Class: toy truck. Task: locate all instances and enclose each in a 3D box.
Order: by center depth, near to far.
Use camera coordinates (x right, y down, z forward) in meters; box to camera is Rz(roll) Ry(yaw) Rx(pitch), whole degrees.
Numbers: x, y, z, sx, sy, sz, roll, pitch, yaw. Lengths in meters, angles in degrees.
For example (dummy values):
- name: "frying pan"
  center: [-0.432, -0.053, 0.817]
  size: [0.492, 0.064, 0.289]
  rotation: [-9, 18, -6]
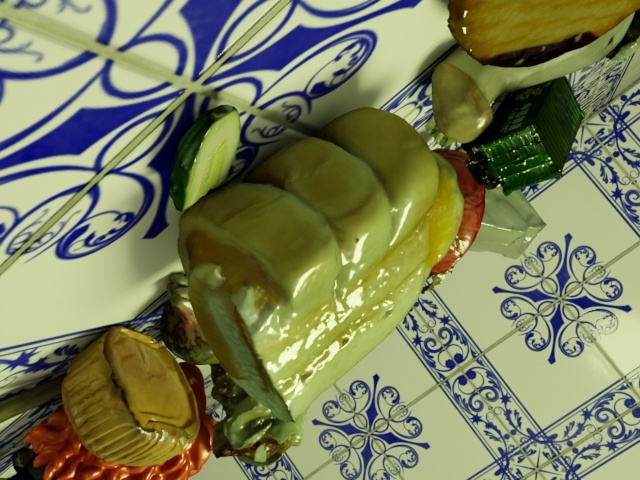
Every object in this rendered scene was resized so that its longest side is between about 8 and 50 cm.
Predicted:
- name: "toy truck"
  center: [0.283, -0.160, 0.968]
  size: [0.121, 0.088, 0.259]
  rotation: [-21, -159, 39]

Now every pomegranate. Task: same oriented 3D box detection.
- name: "pomegranate"
  center: [-0.161, 0.109, 0.972]
  size: [0.138, 0.125, 0.163]
  rotation: [-25, 170, 4]

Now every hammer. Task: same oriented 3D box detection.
- name: "hammer"
  center: [-0.394, 0.216, 0.919]
  size: [0.111, 0.043, 0.365]
  rotation: [-42, 170, 27]

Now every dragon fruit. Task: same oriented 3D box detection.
- name: "dragon fruit"
  center: [0.145, -0.059, 1.145]
  size: [0.148, 0.218, 0.223]
  rotation: [16, 115, -32]

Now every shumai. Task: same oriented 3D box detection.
- name: "shumai"
  center: [-0.078, 0.245, 1.118]
  size: [0.189, 0.218, 0.256]
  rotation: [-4, 157, 14]

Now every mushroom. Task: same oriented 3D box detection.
- name: "mushroom"
  center: [0.266, -0.253, 0.867]
  size: [0.329, 0.122, 0.159]
  rotation: [-36, 134, -10]

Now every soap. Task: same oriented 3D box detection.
- name: "soap"
  center: [0.279, -0.028, 1.454]
  size: [0.302, 0.257, 0.159]
  rotation: [-32, 170, -21]

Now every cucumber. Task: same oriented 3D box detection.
- name: "cucumber"
  center: [-0.100, -0.078, 0.590]
  size: [0.067, 0.035, 0.107]
  rotation: [-42, 168, -39]

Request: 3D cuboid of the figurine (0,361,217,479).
- name: "figurine"
  center: [-0.370, 0.356, 1.187]
  size: [0.412, 0.241, 0.306]
  rotation: [-32, 166, 38]

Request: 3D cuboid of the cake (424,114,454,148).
- name: "cake"
  center: [0.200, -0.190, 1.039]
  size: [0.055, 0.051, 0.140]
  rotation: [-32, 167, -15]

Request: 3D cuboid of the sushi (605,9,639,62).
- name: "sushi"
  center: [0.456, -0.355, 0.975]
  size: [0.212, 0.115, 0.147]
  rotation: [-46, 170, 38]

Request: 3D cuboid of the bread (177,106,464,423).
- name: "bread"
  center: [0.000, 0.000, 0.800]
  size: [0.341, 0.210, 0.300]
  rotation: [-40, 149, -17]

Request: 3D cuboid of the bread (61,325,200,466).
- name: "bread"
  center: [-0.259, 0.218, 0.956]
  size: [0.104, 0.199, 0.199]
  rotation: [-34, 170, 10]

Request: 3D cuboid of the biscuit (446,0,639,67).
- name: "biscuit"
  center: [0.261, -0.284, 0.659]
  size: [0.318, 0.040, 0.318]
  rotation: [-23, 157, -10]
